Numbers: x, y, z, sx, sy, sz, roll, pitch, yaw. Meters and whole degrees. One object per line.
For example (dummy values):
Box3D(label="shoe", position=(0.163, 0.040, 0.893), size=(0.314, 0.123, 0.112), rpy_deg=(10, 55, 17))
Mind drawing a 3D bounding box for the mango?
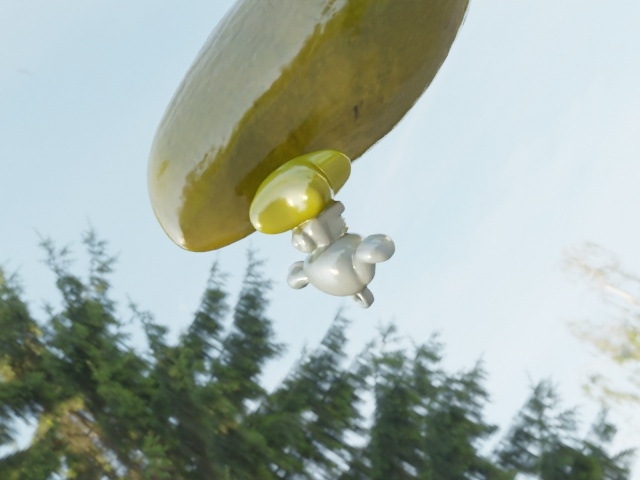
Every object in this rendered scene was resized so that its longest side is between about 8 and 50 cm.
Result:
Box3D(label="mango", position=(-0.015, -0.140, 0.795), size=(0.332, 0.195, 0.142), rpy_deg=(-42, -52, 2))

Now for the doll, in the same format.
Box3D(label="doll", position=(0.003, -0.001, 0.672), size=(0.071, 0.135, 0.113), rpy_deg=(-34, -61, -26))
